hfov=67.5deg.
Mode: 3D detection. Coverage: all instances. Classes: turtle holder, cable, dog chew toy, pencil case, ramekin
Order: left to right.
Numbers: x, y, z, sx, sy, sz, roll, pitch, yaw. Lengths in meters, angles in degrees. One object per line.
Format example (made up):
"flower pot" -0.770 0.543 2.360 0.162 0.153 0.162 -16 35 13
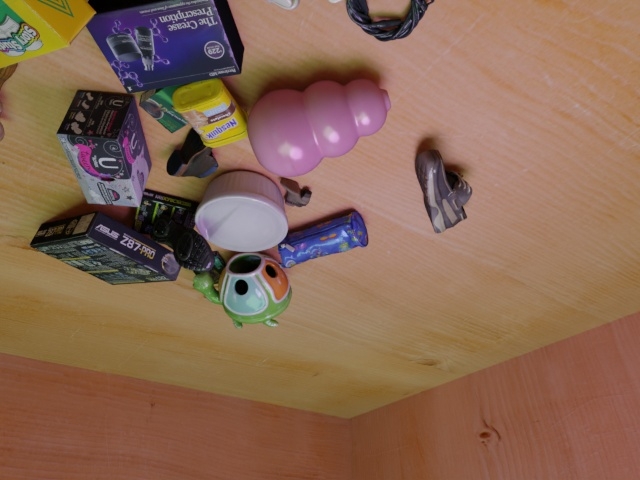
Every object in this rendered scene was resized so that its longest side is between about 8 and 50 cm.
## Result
"ramekin" -0.230 -0.090 1.425 0.272 0.127 0.273 -1 145 -1
"turtle holder" -0.265 0.153 1.713 0.320 0.243 0.227 19 140 32
"pencil case" 0.000 0.000 1.563 0.306 0.119 0.133 -16 164 19
"dog chew toy" 0.001 -0.277 1.120 0.331 0.207 0.207 -18 142 9
"cable" 0.126 -0.485 0.958 0.184 0.047 0.150 22 144 -33

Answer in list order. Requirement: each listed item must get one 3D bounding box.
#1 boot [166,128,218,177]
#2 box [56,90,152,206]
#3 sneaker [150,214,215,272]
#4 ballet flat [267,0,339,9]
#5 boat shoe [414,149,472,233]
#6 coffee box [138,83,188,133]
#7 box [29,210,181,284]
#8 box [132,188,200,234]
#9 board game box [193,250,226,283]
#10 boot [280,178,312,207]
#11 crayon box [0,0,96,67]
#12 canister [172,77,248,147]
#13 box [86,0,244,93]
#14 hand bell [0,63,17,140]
"boot" -0.307 -0.241 1.280 0.219 0.082 0.106 -33 158 28
"box" -0.526 -0.221 1.200 0.142 0.163 0.247 4 145 -4
"sneaker" -0.387 0.013 1.429 0.109 0.286 0.130 -56 142 1
"ballet flat" -0.018 -0.483 0.844 0.408 0.147 0.147 -7 144 9
"boat shoe" 0.358 -0.152 1.377 0.130 0.132 0.355 -20 150 9
"coffee box" -0.329 -0.339 1.144 0.184 0.040 0.113 -20 141 24
"box" -0.685 0.040 1.534 0.395 0.097 0.318 -7 146 39
"box" -0.490 -0.073 1.516 0.184 0.045 0.191 15 142 -18
"board game box" -0.410 0.106 1.783 0.126 0.026 0.186 -7 144 7
"boot" -0.085 -0.136 1.442 0.118 0.042 0.087 23 145 -22
"crayon box" -0.638 -0.459 0.827 0.363 0.106 0.313 2 151 31
"canister" -0.247 -0.293 1.103 0.126 0.073 0.170 -16 162 8
"box" -0.310 -0.422 0.980 0.261 0.103 0.184 -7 147 8
"hand bell" -0.747 -0.349 1.094 0.126 0.126 0.242 29 122 -35
